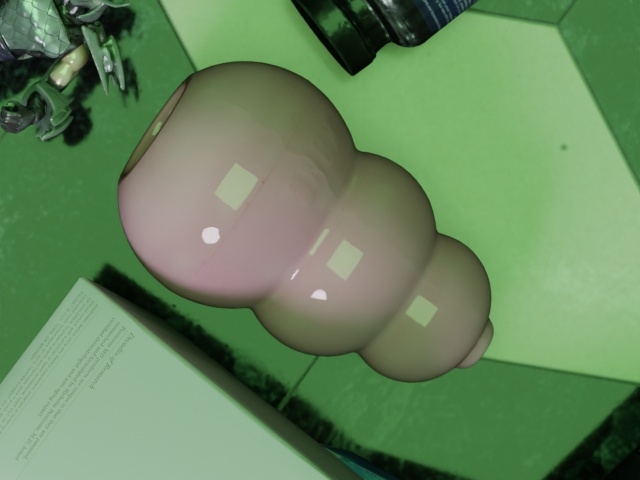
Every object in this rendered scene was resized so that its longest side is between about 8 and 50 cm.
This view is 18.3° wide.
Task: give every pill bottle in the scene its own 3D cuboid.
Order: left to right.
[{"bbox_3d":[0.085,-0.240,1.669,0.219,0.123,0.123,-38,93,-1],"label":"pill bottle"}]

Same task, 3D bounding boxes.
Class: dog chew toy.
[{"bbox_3d":[0.000,0.000,1.640,0.332,0.206,0.207,34,90,-10],"label":"dog chew toy"}]

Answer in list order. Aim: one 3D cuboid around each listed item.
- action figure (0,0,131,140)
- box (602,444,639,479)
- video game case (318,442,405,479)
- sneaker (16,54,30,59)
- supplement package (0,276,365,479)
[{"bbox_3d":[-0.278,-0.159,1.599,0.285,0.099,0.185,-19,94,17],"label":"action figure"},{"bbox_3d":[0.375,0.292,1.669,0.294,0.183,0.296,-44,93,1],"label":"box"},{"bbox_3d":[0.051,0.328,1.632,0.269,0.061,0.244,23,91,42],"label":"video game case"},{"bbox_3d":[-0.291,-0.237,1.672,0.226,0.086,0.163,4,92,0],"label":"sneaker"},{"bbox_3d":[-0.108,0.195,1.590,0.293,0.177,0.175,36,89,26],"label":"supplement package"}]
